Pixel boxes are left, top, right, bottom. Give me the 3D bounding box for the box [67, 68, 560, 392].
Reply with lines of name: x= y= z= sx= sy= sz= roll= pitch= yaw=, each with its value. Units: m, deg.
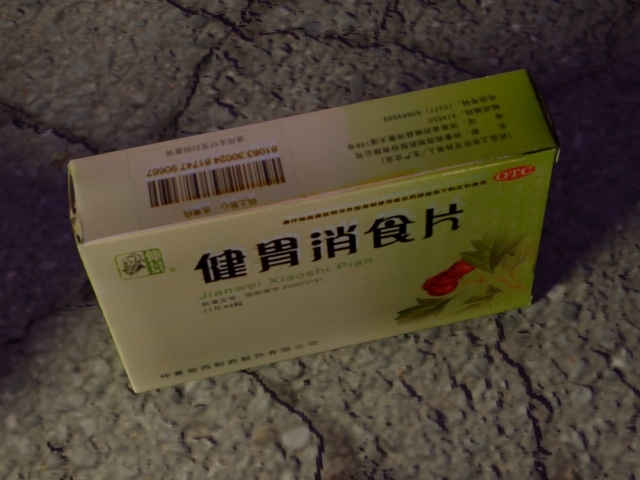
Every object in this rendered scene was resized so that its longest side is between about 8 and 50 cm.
box: x=-0.001 y=0.000 z=0.755 sx=0.261 sy=0.175 sz=0.062 roll=-11 pitch=58 yaw=-4
